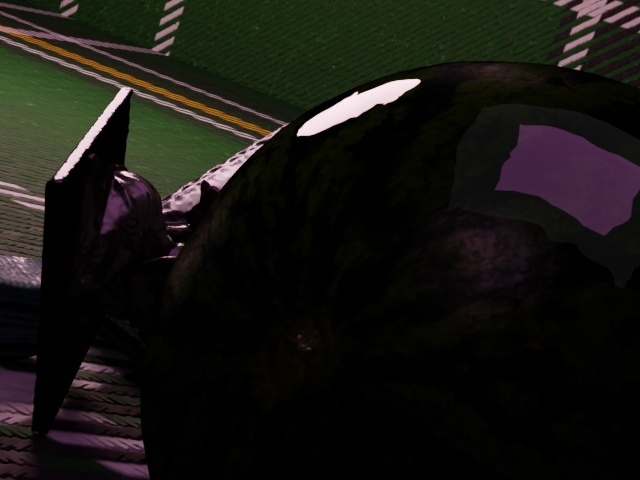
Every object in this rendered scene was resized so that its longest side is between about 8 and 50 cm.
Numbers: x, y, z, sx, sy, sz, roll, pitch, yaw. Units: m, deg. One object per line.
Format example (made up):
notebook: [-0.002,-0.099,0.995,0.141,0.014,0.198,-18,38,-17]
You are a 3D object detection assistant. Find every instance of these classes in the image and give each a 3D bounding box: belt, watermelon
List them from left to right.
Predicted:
belt: [-0.212,0.023,0.648,0.065,0.100,0.179,32,14,33]
watermelon: [0.070,0.067,0.467,0.285,0.285,0.285,19,11,-4]

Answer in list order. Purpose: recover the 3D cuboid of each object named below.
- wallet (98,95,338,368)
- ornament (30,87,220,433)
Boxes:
wallet: [0.000,0.000,0.820,0.342,0.075,0.237,-34,42,-31]
ornament: [-0.046,0.021,0.642,0.196,0.153,0.166,12,27,-2]
